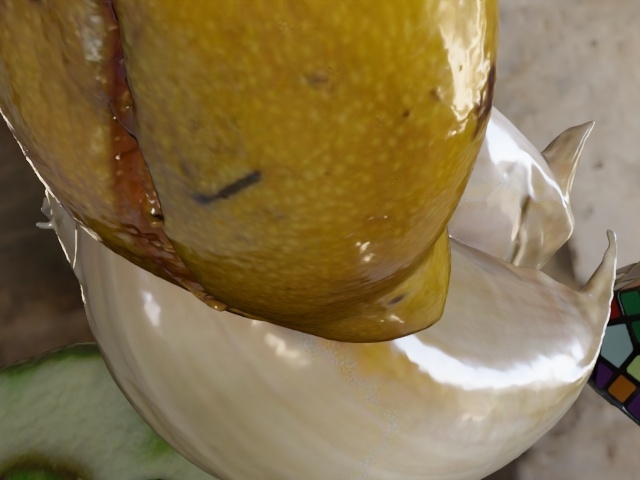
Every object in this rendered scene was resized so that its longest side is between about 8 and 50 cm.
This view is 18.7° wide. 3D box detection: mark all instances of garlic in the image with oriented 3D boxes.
[{"bbox_3d":[0.000,0.000,0.953,0.313,0.249,0.286,28,-8,-39],"label":"garlic"}]

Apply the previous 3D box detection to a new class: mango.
[{"bbox_3d":[-0.027,-0.051,0.632,0.177,0.295,0.120,18,56,18],"label":"mango"}]

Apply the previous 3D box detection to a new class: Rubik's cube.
[{"bbox_3d":[0.228,0.068,1.248,0.133,0.112,0.133,-22,8,3],"label":"Rubik's cube"}]

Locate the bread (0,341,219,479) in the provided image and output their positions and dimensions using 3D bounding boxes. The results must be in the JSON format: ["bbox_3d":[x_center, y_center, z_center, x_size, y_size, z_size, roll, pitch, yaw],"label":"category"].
[{"bbox_3d":[-0.158,0.238,1.116,0.382,0.129,0.366,-41,44,5],"label":"bread"}]
